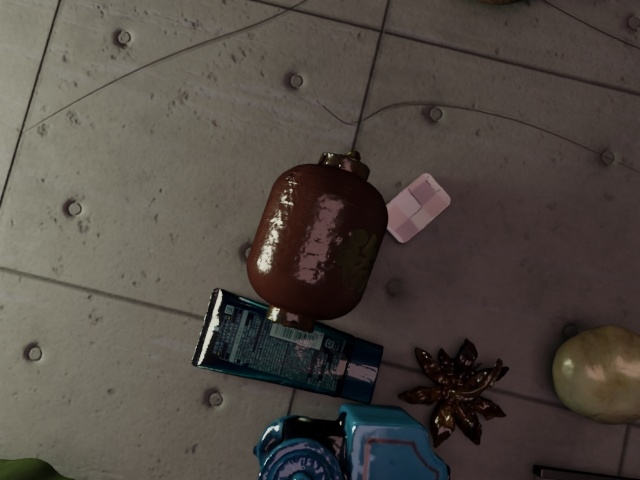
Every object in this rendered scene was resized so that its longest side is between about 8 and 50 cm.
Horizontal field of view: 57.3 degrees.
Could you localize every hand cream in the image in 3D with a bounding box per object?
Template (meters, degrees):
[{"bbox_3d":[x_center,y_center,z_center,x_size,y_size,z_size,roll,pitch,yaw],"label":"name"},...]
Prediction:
[{"bbox_3d":[-0.047,0.160,0.853,0.270,0.061,0.120,15,84,5],"label":"hand cream"}]

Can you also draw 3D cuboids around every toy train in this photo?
[{"bbox_3d":[0.037,0.380,0.774,0.264,0.188,0.301,5,84,-5],"label":"toy train"}]

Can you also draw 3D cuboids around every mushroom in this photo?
[{"bbox_3d":[0.407,0.184,0.832,0.154,0.123,0.154,5,123,7],"label":"mushroom"}]

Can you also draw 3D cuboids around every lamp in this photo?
[{"bbox_3d":[0.000,0.000,0.813,0.180,0.180,0.258,20,84,0],"label":"lamp"}]

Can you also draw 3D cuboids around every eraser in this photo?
[{"bbox_3d":[0.140,-0.048,0.885,0.105,0.026,0.065,-42,90,-4],"label":"eraser"}]

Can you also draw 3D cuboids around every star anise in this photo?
[{"bbox_3d":[0.194,0.220,0.851,0.167,0.057,0.168,0,85,4],"label":"star anise"}]

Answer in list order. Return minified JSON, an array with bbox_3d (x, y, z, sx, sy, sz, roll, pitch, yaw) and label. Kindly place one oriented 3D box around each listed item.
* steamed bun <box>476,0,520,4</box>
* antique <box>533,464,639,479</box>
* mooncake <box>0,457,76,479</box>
[{"bbox_3d":[0.278,-0.435,0.879,0.175,0.106,0.145,-6,85,-4],"label":"steamed bun"},{"bbox_3d":[0.411,0.350,0.857,0.191,0.031,0.015,8,79,0],"label":"antique"},{"bbox_3d":[-0.442,0.454,0.756,0.350,0.187,0.352,0,87,2],"label":"mooncake"}]
